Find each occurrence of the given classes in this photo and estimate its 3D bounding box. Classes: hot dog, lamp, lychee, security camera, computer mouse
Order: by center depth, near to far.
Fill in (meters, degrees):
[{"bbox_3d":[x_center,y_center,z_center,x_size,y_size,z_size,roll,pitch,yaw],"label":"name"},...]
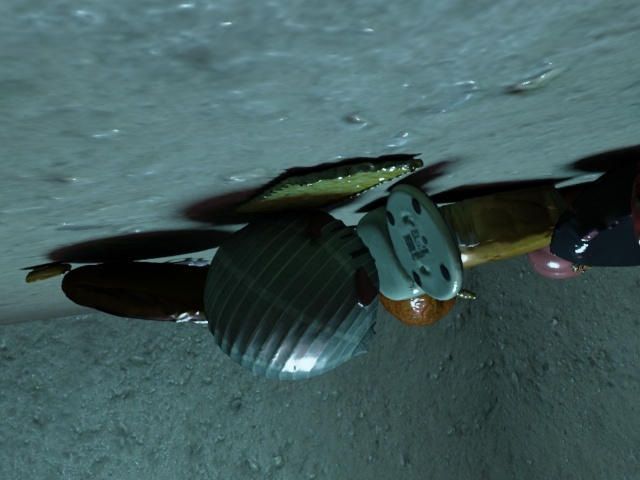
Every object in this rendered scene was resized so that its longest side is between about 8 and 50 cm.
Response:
[{"bbox_3d":[-0.028,0.072,0.817,0.233,0.233,0.265,-10,179,9],"label":"lamp"},{"bbox_3d":[0.133,0.005,0.848,0.080,0.157,0.301,-22,177,-13],"label":"security camera"},{"bbox_3d":[0.465,-0.043,0.919,0.323,0.116,0.183,2,135,-36],"label":"computer mouse"},{"bbox_3d":[-0.439,0.050,0.984,0.083,0.021,0.037,-14,-166,13],"label":"hot dog"},{"bbox_3d":[0.457,-0.016,1.138,0.182,0.140,0.182,-24,138,-24],"label":"lamp"},{"bbox_3d":[0.278,0.124,1.710,0.300,0.255,0.255,27,-161,38],"label":"lychee"}]

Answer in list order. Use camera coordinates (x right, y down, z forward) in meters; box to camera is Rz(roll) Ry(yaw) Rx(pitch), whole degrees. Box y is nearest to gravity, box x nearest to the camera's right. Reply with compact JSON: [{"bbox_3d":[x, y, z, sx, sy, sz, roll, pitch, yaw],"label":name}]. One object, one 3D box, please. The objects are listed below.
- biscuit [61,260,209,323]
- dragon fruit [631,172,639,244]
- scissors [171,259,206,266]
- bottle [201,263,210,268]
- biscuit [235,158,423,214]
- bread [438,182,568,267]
[{"bbox_3d":[-0.245,0.076,0.983,0.317,0.040,0.318,9,-174,-1],"label":"biscuit"},{"bbox_3d":[0.421,-0.028,0.573,0.233,0.234,0.293,-15,157,40],"label":"dragon fruit"},{"bbox_3d":[-0.328,0.059,1.262,0.189,0.015,0.100,-11,176,21],"label":"scissors"},{"bbox_3d":[-0.305,0.085,1.334,0.164,0.060,0.060,-13,173,27],"label":"bottle"},{"bbox_3d":[-0.002,-0.056,0.684,0.144,0.016,0.203,-6,174,-29],"label":"biscuit"},{"bbox_3d":[0.274,-0.020,0.982,0.241,0.107,0.136,-11,174,-27],"label":"bread"}]
